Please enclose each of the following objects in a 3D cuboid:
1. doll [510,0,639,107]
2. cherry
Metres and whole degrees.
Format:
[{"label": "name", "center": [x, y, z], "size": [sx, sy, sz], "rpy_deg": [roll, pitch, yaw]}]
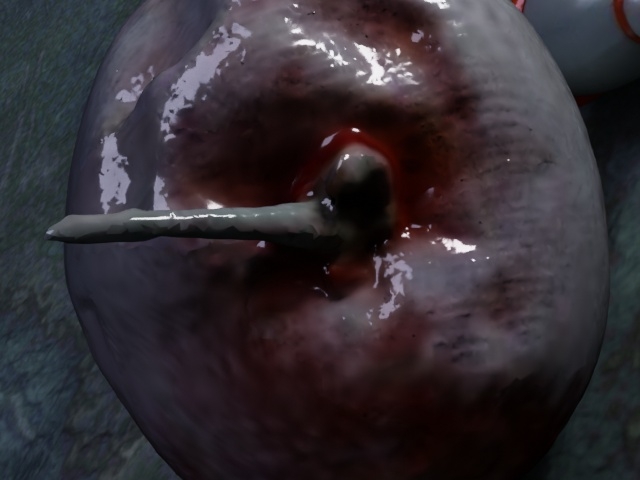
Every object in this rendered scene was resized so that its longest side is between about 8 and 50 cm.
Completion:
[{"label": "doll", "center": [0.217, -0.187, 0.990], "size": [0.336, 0.105, 0.200], "rpy_deg": [-46, 20, -3]}, {"label": "cherry", "center": [-0.003, -0.013, 0.897], "size": [0.291, 0.326, 0.335], "rpy_deg": [-14, 25, -10]}]
